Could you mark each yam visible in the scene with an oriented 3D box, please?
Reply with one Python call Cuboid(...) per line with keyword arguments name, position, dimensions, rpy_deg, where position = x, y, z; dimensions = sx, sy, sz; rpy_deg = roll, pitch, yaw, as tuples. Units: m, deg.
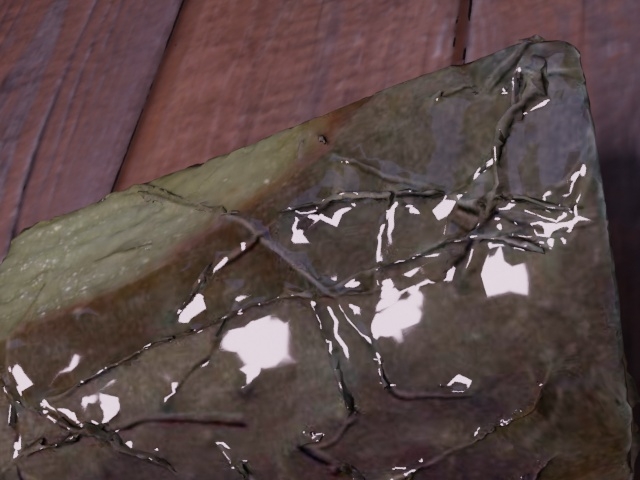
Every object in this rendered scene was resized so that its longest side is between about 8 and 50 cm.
Cuboid(name="yam", position=(-0.008, 0.050, 0.607), dimensions=(0.271, 0.201, 0.202), rpy_deg=(-10, -4, 12))

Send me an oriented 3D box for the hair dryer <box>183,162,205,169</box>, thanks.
Cuboid(name="hair dryer", position=(0.005, 0.008, 0.782), dimensions=(0.195, 0.050, 0.173), rpy_deg=(-15, 41, 13))
